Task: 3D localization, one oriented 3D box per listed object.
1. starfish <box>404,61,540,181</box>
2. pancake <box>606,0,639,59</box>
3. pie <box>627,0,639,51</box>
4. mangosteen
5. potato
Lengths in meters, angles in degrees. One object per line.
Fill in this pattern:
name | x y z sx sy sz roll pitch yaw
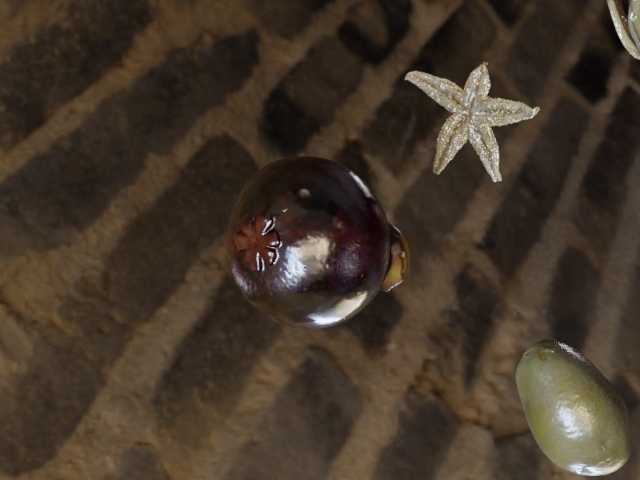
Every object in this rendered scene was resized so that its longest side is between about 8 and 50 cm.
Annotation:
starfish | 0.258 -0.212 2.064 0.048 0.295 0.231 -23 -53 -46
pancake | 0.614 -0.436 2.308 0.158 0.028 0.158 45 -149 -36
pie | 0.530 -0.367 1.507 0.075 0.337 0.338 -12 -78 -34
mangosteen | 0.000 0.000 2.021 0.347 0.306 0.307 -6 -85 -51
potato | 0.402 0.269 1.826 0.160 0.178 0.235 -22 -104 -35
